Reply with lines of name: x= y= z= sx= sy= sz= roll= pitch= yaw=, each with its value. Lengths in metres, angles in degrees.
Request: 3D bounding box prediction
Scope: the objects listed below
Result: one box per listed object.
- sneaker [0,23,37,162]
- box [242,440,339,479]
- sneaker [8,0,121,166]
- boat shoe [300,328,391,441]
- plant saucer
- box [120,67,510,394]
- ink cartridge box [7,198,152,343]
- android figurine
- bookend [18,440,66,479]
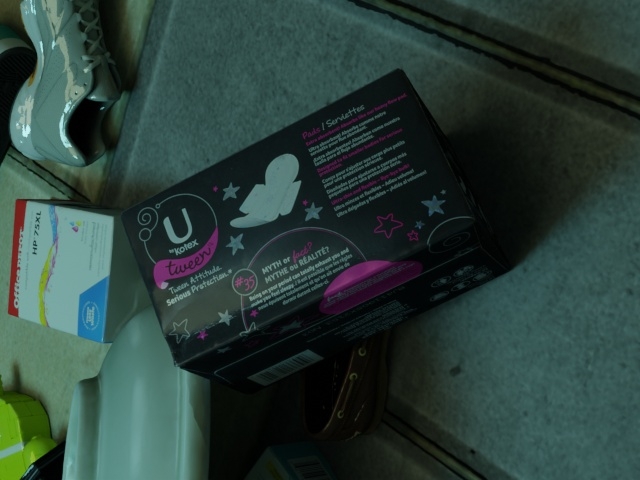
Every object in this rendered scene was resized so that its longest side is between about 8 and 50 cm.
sneaker: x=-0.469 y=-0.164 z=1.524 sx=0.178 sy=0.124 sz=0.295 roll=48 pitch=113 yaw=27
box: x=-0.062 y=0.307 z=1.175 sx=0.100 sy=0.060 sz=0.244 roll=53 pitch=123 yaw=31
sneaker: x=-0.257 y=-0.203 z=1.357 sx=0.121 sy=0.099 sz=0.262 roll=21 pitch=112 yaw=34
boat shoe: x=0.021 y=0.073 z=1.091 sx=0.073 sy=0.073 sz=0.206 roll=0 pitch=88 yaw=45
plant saucer: x=-0.180 y=0.234 z=1.129 sx=0.400 sy=0.101 sz=0.400 roll=-174 pitch=90 yaw=-77
box: x=0.000 y=0.000 z=0.988 sx=0.247 sy=0.163 sz=0.142 roll=-26 pitch=69 yaw=10
ink cartridge box: x=-0.269 y=0.027 z=1.364 sx=0.231 sy=0.078 sz=0.134 roll=9 pitch=96 yaw=44
android figurine: x=-0.376 y=0.294 z=1.482 sx=0.248 sy=0.056 sz=0.272 roll=-23 pitch=75 yaw=41
bookend: x=-0.276 y=0.329 z=1.339 sx=0.157 sy=0.072 sz=0.156 roll=42 pitch=109 yaw=5
